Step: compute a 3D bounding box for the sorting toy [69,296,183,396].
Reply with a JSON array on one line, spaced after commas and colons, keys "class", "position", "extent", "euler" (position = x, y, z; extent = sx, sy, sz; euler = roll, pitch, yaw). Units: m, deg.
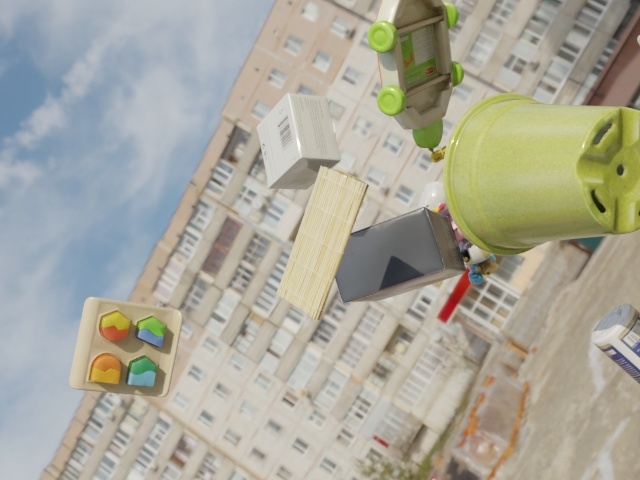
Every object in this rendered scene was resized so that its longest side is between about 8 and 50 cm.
[{"class": "sorting toy", "position": [-0.404, 0.228, 1.586], "extent": [0.038, 0.208, 0.193], "euler": [5, 84, 66]}]

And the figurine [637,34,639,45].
[{"class": "figurine", "position": [0.718, -0.504, 1.594], "extent": [0.092, 0.215, 0.209], "euler": [-16, 16, 39]}]

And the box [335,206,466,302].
[{"class": "box", "position": [0.211, 0.049, 2.067], "extent": [0.296, 0.183, 0.294], "euler": [-20, -12, 20]}]

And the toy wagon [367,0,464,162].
[{"class": "toy wagon", "position": [0.194, -0.322, 1.485], "extent": [0.267, 0.068, 0.345], "euler": [-32, -61, -47]}]

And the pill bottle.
[{"class": "pill bottle", "position": [0.566, 0.198, 1.312], "extent": [0.094, 0.169, 0.094], "euler": [-48, -1, -2]}]

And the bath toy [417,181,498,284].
[{"class": "bath toy", "position": [0.405, -0.024, 2.272], "extent": [0.129, 0.348, 0.151], "euler": [-50, 28, -16]}]

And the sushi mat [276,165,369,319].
[{"class": "sushi mat", "position": [0.000, 0.000, 1.648], "extent": [0.019, 0.151, 0.317], "euler": [14, -82, -43]}]

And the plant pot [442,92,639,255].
[{"class": "plant pot", "position": [0.377, -0.104, 1.170], "extent": [0.276, 0.276, 0.254], "euler": [-56, 24, -13]}]

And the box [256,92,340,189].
[{"class": "box", "position": [-0.057, -0.242, 1.871], "extent": [0.119, 0.181, 0.182], "euler": [0, -22, -32]}]
